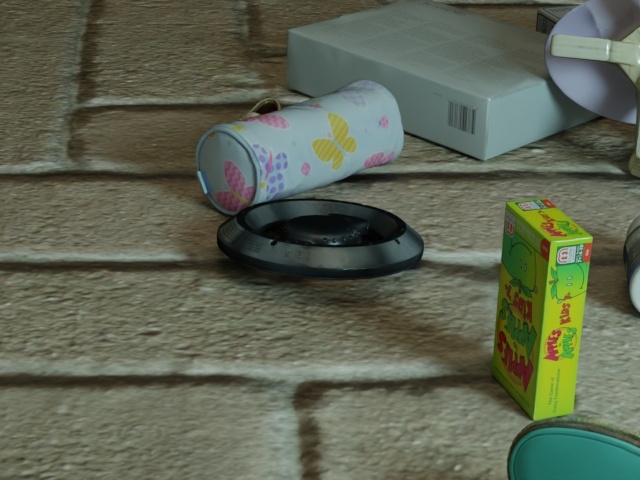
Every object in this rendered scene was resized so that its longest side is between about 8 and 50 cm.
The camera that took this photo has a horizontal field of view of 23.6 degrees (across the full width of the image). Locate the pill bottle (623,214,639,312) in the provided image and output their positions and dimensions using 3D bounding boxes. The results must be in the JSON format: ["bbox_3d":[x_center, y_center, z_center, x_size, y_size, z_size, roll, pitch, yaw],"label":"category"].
[{"bbox_3d":[0.363,0.024,1.627,0.078,0.078,0.137,4,25,5],"label":"pill bottle"}]

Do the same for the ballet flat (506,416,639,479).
[{"bbox_3d":[0.308,0.229,1.166,0.348,0.123,0.123,19,30,34],"label":"ballet flat"}]

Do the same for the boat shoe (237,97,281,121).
[{"bbox_3d":[-0.087,-0.137,1.962,0.063,0.059,0.170,6,25,9],"label":"boat shoe"}]

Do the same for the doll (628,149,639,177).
[{"bbox_3d":[0.476,-0.123,1.988,0.129,0.046,0.189,24,33,38],"label":"doll"}]

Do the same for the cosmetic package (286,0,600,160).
[{"bbox_3d":[0.181,-0.238,2.155,0.284,0.097,0.377,-23,35,-39],"label":"cosmetic package"}]

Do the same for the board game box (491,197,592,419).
[{"bbox_3d":[0.202,0.063,1.408,0.043,0.181,0.092,-7,26,-19],"label":"board game box"}]

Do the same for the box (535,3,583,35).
[{"bbox_3d":[0.454,-0.267,2.246,0.169,0.087,0.290,-8,26,-21],"label":"box"}]

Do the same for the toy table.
[{"bbox_3d":[0.420,-0.232,1.915,0.274,0.252,0.161,-5,5,8],"label":"toy table"}]

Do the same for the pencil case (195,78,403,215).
[{"bbox_3d":[-0.023,-0.116,1.859,0.124,0.113,0.273,0,17,45],"label":"pencil case"}]

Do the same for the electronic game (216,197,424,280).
[{"bbox_3d":[0.000,0.000,1.686,0.229,0.048,0.229,4,17,-1],"label":"electronic game"}]
